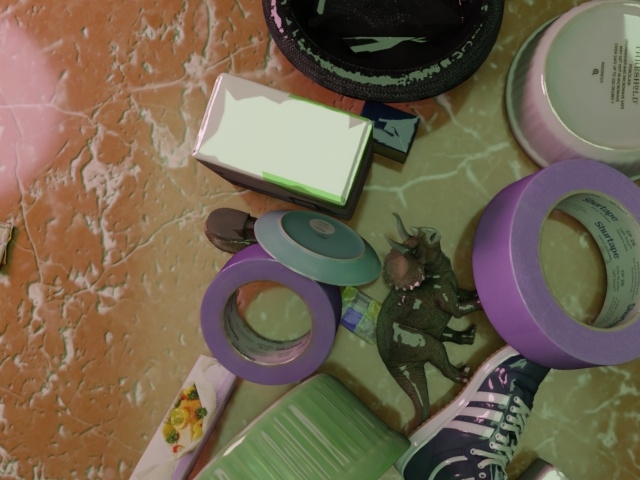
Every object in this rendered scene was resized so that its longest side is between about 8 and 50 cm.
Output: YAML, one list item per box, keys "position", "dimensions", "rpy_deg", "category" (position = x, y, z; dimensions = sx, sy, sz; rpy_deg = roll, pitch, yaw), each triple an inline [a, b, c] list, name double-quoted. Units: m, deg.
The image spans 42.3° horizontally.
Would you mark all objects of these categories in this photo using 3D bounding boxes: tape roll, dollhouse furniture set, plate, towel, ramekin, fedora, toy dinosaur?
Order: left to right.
- position: [-0.548, -0.003, 1.257]
  dimensions: [0.152, 0.058, 0.076]
  rpy_deg: [15, 78, -15]
  category: "dollhouse furniture set"
- position: [-0.067, 0.101, 1.158]
  dimensions: [0.189, 0.080, 0.189]
  rpy_deg: [2, 108, 7]
  category: "tape roll"
- position: [-0.042, 0.311, 1.068]
  dimensions: [0.303, 0.303, 0.148]
  rpy_deg: [-43, 77, -1]
  category: "ramekin"
- position: [0.000, 0.000, 1.150]
  dimensions: [0.188, 0.188, 0.024]
  rpy_deg: [23, 117, 5]
  category: "plate"
- position: [0.059, 0.108, 1.219]
  dimensions: [0.083, 0.009, 0.060]
  rpy_deg: [34, 88, 5]
  category: "towel"
- position: [0.088, -0.331, 1.186]
  dimensions: [0.334, 0.152, 0.334]
  rpy_deg: [0, 85, 3]
  category: "fedora"
- position: [0.145, 0.113, 1.173]
  dimensions: [0.160, 0.121, 0.313]
  rpy_deg: [13, 111, 5]
  category: "toy dinosaur"
- position: [0.344, 0.034, 1.114]
  dimensions: [0.275, 0.090, 0.274]
  rpy_deg: [6, 74, -23]
  category: "tape roll"
- position: [0.406, -0.216, 1.171]
  dimensions: [0.273, 0.127, 0.273]
  rpy_deg: [0, 84, 4]
  category: "ramekin"

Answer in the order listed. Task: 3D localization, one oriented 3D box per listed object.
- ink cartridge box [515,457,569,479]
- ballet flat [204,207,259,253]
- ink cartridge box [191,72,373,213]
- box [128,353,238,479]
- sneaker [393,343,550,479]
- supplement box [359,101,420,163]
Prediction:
- position: [0.291, 0.433, 1.134]
  dimensions: [0.219, 0.092, 0.160]
  rpy_deg: [-44, 84, -2]
  category: "ink cartridge box"
- position: [-0.051, 0.016, 1.216]
  dimensions: [0.250, 0.058, 0.084]
  rpy_deg: [15, 52, -1]
  category: "ballet flat"
- position: [-0.037, -0.115, 1.114]
  dimensions: [0.198, 0.273, 0.114]
  rpy_deg: [18, 88, 5]
  category: "ink cartridge box"
- position: [-0.211, 0.309, 1.122]
  dimensions: [0.063, 0.067, 0.324]
  rpy_deg: [23, 61, 8]
  category: "box"
- position: [0.241, 0.264, 1.115]
  dimensions: [0.282, 0.099, 0.153]
  rpy_deg: [-43, 39, 4]
  category: "sneaker"
- position: [0.095, -0.158, 1.204]
  dimensions: [0.083, 0.083, 0.056]
  rpy_deg: [22, 86, 5]
  category: "supplement box"
